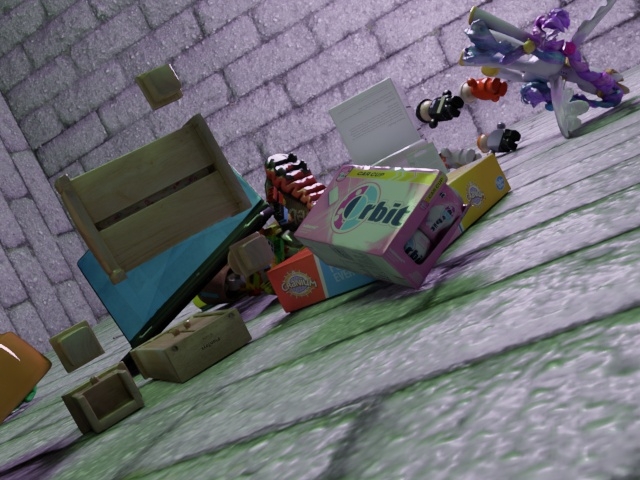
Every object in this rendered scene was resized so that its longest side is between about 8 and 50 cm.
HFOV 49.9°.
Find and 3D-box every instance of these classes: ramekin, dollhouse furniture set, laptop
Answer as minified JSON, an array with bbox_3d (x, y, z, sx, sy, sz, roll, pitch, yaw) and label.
[{"bbox_3d":[0.134,-0.108,1.505,0.272,0.127,0.273,-27,5,2],"label":"ramekin"},{"bbox_3d":[-0.255,0.008,0.876,0.303,0.356,0.173,-31,6,-28],"label":"dollhouse furniture set"},{"bbox_3d":[-0.296,0.008,1.241,0.382,0.236,0.408,-47,4,3],"label":"laptop"}]

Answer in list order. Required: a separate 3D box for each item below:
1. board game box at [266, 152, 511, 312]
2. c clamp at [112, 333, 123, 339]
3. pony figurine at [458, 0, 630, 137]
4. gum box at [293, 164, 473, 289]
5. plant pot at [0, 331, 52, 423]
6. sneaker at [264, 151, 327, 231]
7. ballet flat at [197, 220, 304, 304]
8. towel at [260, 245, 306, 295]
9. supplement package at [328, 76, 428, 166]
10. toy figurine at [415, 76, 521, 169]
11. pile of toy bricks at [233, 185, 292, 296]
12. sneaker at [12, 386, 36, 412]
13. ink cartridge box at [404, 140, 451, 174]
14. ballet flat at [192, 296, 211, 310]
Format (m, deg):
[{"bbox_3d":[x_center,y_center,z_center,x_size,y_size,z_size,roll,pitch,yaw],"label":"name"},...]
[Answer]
[{"bbox_3d":[0.107,-0.016,0.974,0.242,0.064,0.316,-24,5,36],"label":"board game box"},{"bbox_3d":[-0.450,0.223,1.796,0.137,0.022,0.160,-23,0,-41],"label":"c clamp"},{"bbox_3d":[0.482,-0.382,1.443,0.363,0.303,0.351,22,11,15],"label":"pony figurine"},{"bbox_3d":[0.064,-0.020,0.743,0.107,0.062,0.188,-55,29,-13],"label":"gum box"},{"bbox_3d":[-0.460,0.169,0.705,0.291,0.203,0.291,-43,10,10],"label":"plant pot"},{"bbox_3d":[-0.021,-0.059,1.402,0.097,0.276,0.135,-20,-39,-40],"label":"sneaker"},{"bbox_3d":[-0.105,0.036,1.451,0.342,0.116,0.124,-30,25,-32],"label":"ballet flat"},{"bbox_3d":[0.000,0.000,1.111,0.237,0.021,0.102,-45,-9,0],"label":"towel"},{"bbox_3d":[0.174,-0.241,1.744,0.177,0.293,0.175,-25,5,16],"label":"supplement package"},{"bbox_3d":[0.358,-0.280,1.675,0.213,0.210,0.148,-28,16,-21],"label":"toy figurine"},{"bbox_3d":[-0.099,0.006,1.344,0.118,0.212,0.105,-20,-38,24],"label":"pile of toy bricks"},{"bbox_3d":[-0.656,0.320,1.440,0.123,0.110,0.295,-4,-3,-13],"label":"sneaker"},{"bbox_3d":[0.210,-0.122,1.282,0.062,0.115,0.029,-25,5,22],"label":"ink cartridge box"},{"bbox_3d":[-0.188,0.077,1.549,0.230,0.077,0.077,-27,3,-5],"label":"ballet flat"}]
